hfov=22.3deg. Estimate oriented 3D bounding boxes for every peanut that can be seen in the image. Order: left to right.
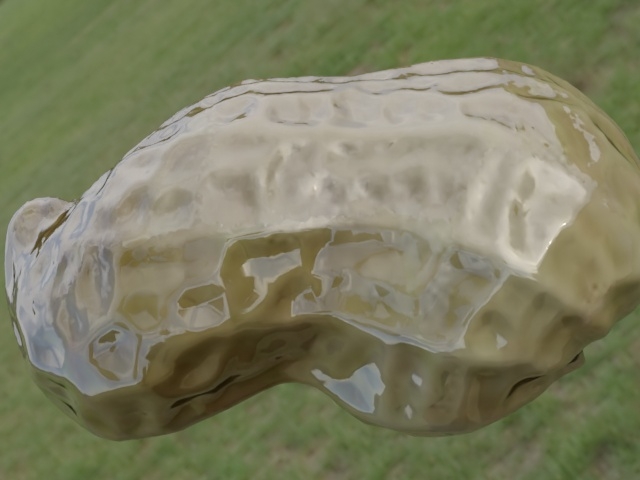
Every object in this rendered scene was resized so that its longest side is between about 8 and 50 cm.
[{"bbox_3d":[0.000,0.000,0.572,0.233,0.110,0.196,-2,25,1],"label":"peanut"}]
